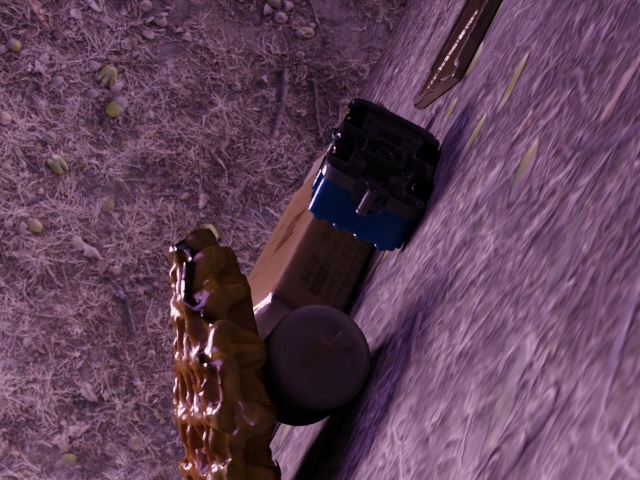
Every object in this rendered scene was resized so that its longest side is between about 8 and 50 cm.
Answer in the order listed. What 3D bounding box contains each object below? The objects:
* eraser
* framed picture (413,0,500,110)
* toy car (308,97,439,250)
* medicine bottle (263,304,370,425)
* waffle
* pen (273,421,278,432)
[{"bbox_3d":[0.000,0.000,1.581,0.144,0.078,0.343,-43,14,42],"label":"eraser"},{"bbox_3d":[0.172,-0.255,1.683,0.209,0.019,0.281,-63,3,-2],"label":"framed picture"},{"bbox_3d":[0.044,-0.051,1.358,0.100,0.097,0.191,-62,3,28],"label":"toy car"},{"bbox_3d":[-0.013,0.102,1.151,0.079,0.079,0.140,-64,3,-19],"label":"medicine bottle"},{"bbox_3d":[-0.078,0.144,1.148,0.301,0.058,0.282,104,159,-58],"label":"waffle"},{"bbox_3d":[-0.051,0.181,1.568,0.204,0.025,0.025,-62,3,2],"label":"pen"}]
